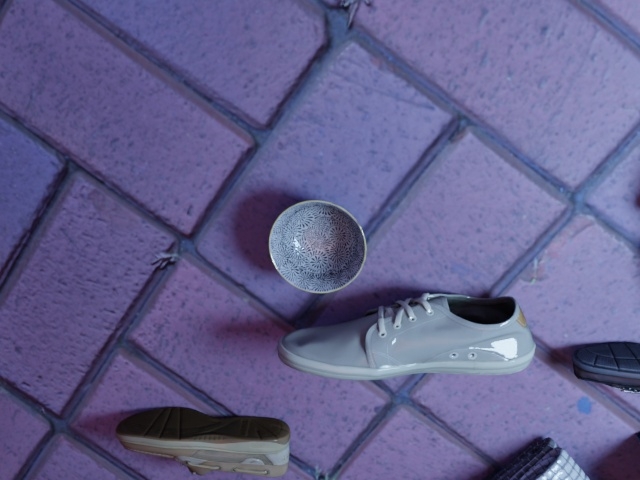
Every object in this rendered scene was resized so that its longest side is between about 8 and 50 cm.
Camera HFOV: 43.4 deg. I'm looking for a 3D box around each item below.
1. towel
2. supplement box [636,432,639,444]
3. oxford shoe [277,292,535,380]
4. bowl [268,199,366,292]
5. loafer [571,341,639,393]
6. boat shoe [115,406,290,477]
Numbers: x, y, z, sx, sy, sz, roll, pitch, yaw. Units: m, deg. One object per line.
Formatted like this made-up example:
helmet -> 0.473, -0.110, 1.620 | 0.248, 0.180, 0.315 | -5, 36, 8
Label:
towel -> 0.396, 0.539, 1.493 | 0.283, 0.121, 0.235 | -40, 101, 0
supplement box -> 0.765, 0.410, 1.375 | 0.356, 0.195, 0.194 | -21, 104, 14
oxford shoe -> 0.148, 0.158, 1.401 | 0.449, 0.169, 0.130 | -3, 111, 2
bowl -> 0.000, 0.000, 1.411 | 0.170, 0.080, 0.170 | 3, 109, 8
loafer -> 0.591, 0.239, 1.395 | 0.302, 0.109, 0.095 | -1, 113, 6
boat shoe -> -0.230, 0.405, 1.561 | 0.341, 0.122, 0.110 | 4, 108, 6
